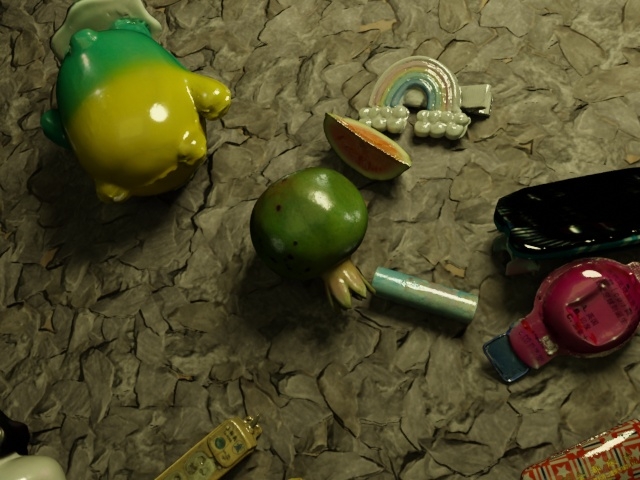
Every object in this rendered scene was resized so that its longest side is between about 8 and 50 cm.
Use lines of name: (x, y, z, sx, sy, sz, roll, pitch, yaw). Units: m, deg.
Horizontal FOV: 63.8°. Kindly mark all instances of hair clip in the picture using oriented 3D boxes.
hair clip: (0.179, -0.242, 0.877, 0.220, 0.054, 0.140, 9, 90, 16)

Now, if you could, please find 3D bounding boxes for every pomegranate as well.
pomegranate: (-0.002, 0.001, 0.782, 0.187, 0.187, 0.225, -32, 84, 1)

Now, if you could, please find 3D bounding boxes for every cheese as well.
cheese: (0.352, 0.116, 0.735, 0.244, 0.062, 0.155, -36, 96, 12)

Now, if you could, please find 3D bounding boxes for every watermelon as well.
watermelon: (0.083, -0.161, 0.858, 0.163, 0.087, 0.069, 35, 64, 8)

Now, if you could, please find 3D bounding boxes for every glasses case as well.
glasses case: (0.372, 0.310, 0.694, 0.194, 0.049, 0.073, -27, 73, 2)

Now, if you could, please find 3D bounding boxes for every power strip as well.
power strip: (-0.209, 0.369, 0.784, 0.305, 0.044, 0.064, -40, 72, -2)

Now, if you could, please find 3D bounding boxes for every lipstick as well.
lipstick: (0.158, 0.084, 0.792, 0.158, 0.048, 0.048, 16, 79, 13)

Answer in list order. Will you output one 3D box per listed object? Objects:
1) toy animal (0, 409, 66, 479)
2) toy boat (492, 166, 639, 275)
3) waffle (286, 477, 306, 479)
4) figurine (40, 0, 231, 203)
toy animal: (-0.501, 0.376, 0.749, 0.267, 0.212, 0.212, 36, 84, 20)
toy boat: (0.412, -0.022, 0.759, 0.299, 0.092, 0.134, -9, 41, 1)
waffle: (-0.018, 0.471, 0.719, 0.253, 0.056, 0.249, 5, 77, 10)
figurine: (-0.321, -0.229, 0.867, 0.324, 0.231, 0.340, -29, 67, 3)
